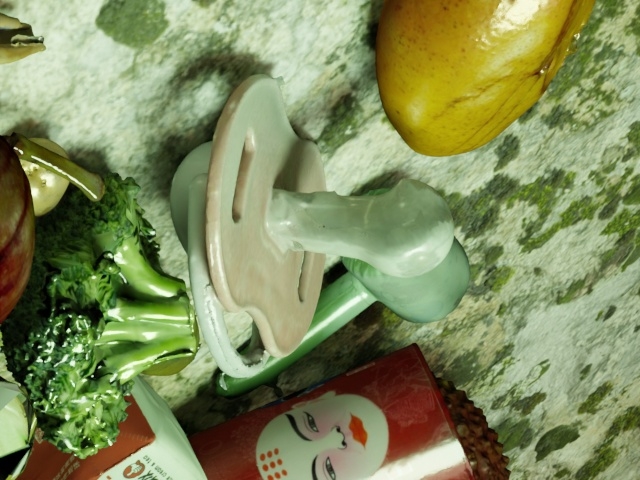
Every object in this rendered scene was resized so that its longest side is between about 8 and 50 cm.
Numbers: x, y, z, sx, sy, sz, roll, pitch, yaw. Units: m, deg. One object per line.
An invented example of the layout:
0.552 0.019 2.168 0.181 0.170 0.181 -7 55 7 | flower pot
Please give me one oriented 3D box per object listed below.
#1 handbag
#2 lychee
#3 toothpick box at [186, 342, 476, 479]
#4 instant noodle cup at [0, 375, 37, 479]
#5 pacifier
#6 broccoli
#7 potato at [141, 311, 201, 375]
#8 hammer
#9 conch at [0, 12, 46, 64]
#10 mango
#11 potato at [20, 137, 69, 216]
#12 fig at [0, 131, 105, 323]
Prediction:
-0.290 0.266 1.587 0.298 0.151 0.171 -33 145 0 | handbag
0.108 0.304 1.949 0.304 0.275 0.275 32 106 -26 | lychee
-0.005 0.271 1.718 0.333 0.204 0.204 -23 147 -1 | toothpick box
-0.385 0.141 1.276 0.240 0.178 0.240 -28 146 -21 | instant noodle cup
-0.026 -0.017 1.446 0.273 0.220 0.332 -30 153 2 | pacifier
-0.206 0.069 1.349 0.176 0.226 0.198 -25 156 -8 | broccoli
-0.179 0.092 1.540 0.105 0.085 0.188 -38 154 -1 | potato
0.014 0.085 1.733 0.335 0.119 0.206 -38 148 7 | hammer
-0.342 -0.124 1.078 0.093 0.109 0.330 -37 168 37 | conch
0.155 -0.216 1.447 0.199 0.201 0.350 16 134 -13 | mango
-0.252 -0.054 1.305 0.068 0.062 0.083 -14 165 -10 | potato
-0.300 -0.038 1.166 0.186 0.204 0.249 91 25 -51 | fig
